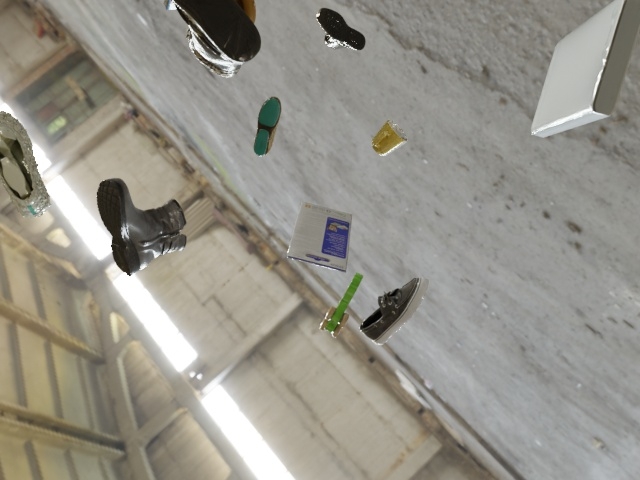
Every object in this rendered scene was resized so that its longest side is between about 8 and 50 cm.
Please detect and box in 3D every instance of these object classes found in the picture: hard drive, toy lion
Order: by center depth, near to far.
[{"bbox_3d":[0.039,0.099,0.973,0.034,0.096,0.100,28,155,3],"label":"toy lion"},{"bbox_3d":[0.481,-0.308,1.119,0.040,0.203,0.307,16,-177,1],"label":"hard drive"}]

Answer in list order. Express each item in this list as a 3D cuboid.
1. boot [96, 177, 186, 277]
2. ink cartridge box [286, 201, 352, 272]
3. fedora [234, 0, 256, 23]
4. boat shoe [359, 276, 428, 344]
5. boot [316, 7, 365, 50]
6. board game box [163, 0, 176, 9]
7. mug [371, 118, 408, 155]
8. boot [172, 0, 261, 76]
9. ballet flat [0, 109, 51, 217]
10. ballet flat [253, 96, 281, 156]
[{"bbox_3d":[-0.503,-0.073,1.743,0.118,0.222,0.338,35,140,27],"label":"boot"},{"bbox_3d":[0.000,0.000,1.867,0.175,0.069,0.371,14,-153,-2],"label":"ink cartridge box"},{"bbox_3d":[-0.265,-0.687,1.757,0.194,0.194,0.079,51,-148,-20],"label":"fedora"},{"bbox_3d":[0.160,0.152,1.378,0.076,0.080,0.228,28,134,-6],"label":"boat shoe"},{"bbox_3d":[0.031,-0.666,1.948,0.198,0.077,0.137,29,172,-39],"label":"boot"},{"bbox_3d":[-0.393,-0.743,1.774,0.026,0.103,0.154,63,147,13],"label":"board game box"},{"bbox_3d":[0.138,-0.218,1.294,0.078,0.064,0.062,25,-145,-40],"label":"mug"},{"bbox_3d":[-0.302,-0.580,1.512,0.377,0.138,0.284,49,172,-11],"label":"boot"},{"bbox_3d":[-0.980,-0.264,1.926,0.409,0.147,0.147,59,174,9],"label":"ballet flat"},{"bbox_3d":[-0.170,-0.374,1.967,0.073,0.206,0.067,25,-153,4],"label":"ballet flat"}]
